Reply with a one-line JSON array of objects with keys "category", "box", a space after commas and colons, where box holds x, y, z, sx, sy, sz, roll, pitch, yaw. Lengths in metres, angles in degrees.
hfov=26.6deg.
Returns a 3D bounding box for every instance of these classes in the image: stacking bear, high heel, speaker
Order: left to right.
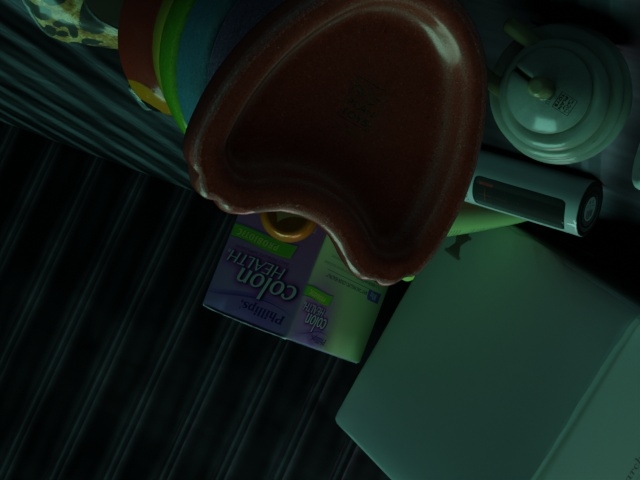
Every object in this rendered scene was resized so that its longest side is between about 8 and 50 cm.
[{"category": "high heel", "box": [-0.108, -0.186, 1.001, 0.186, 0.093, 0.261, -6, 151, 26]}, {"category": "stacking bear", "box": [-0.039, -0.113, 0.842, 0.175, 0.164, 0.289, 27, -175, -34]}, {"category": "speaker", "box": [0.192, -0.048, 1.270, 0.136, 0.055, 0.055, 19, 176, 31]}]

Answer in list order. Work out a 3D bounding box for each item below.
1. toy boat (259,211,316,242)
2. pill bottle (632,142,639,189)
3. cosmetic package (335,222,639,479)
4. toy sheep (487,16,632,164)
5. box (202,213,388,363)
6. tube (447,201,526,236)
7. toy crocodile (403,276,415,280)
[{"category": "toy boat", "box": [-0.015, -0.071, 1.328, 0.151, 0.151, 0.231, 18, 176, 33]}, {"category": "pill bottle", "box": [0.263, -0.042, 0.847, 0.120, 0.067, 0.067, 21, 176, -3]}, {"category": "cosmetic package", "box": [0.306, 0.200, 1.613, 0.393, 0.327, 0.329, 23, -169, -37]}, {"category": "toy sheep", "box": [0.137, -0.087, 0.785, 0.091, 0.091, 0.132, 20, -166, 22]}, {"category": "box", "box": [0.000, 0.000, 1.575, 0.117, 0.243, 0.213, 19, 176, 26]}, {"category": "tube", "box": [0.137, -0.031, 1.474, 0.240, 0.062, 0.070, -3, -133, -21]}, {"category": "toy crocodile", "box": [0.031, -0.028, 2.051, 0.340, 0.105, 0.115, 19, 176, 36]}]
